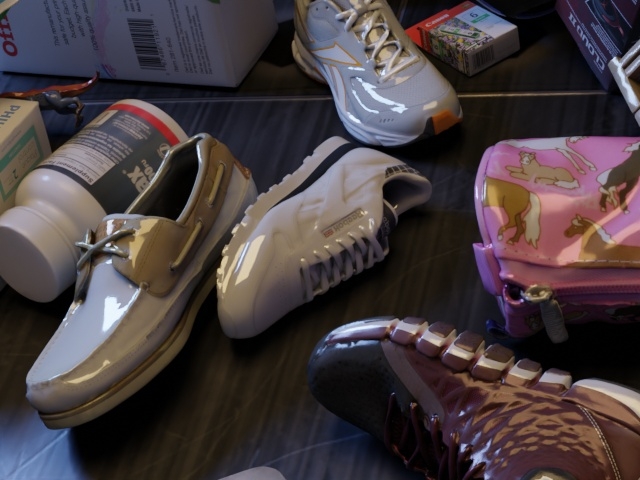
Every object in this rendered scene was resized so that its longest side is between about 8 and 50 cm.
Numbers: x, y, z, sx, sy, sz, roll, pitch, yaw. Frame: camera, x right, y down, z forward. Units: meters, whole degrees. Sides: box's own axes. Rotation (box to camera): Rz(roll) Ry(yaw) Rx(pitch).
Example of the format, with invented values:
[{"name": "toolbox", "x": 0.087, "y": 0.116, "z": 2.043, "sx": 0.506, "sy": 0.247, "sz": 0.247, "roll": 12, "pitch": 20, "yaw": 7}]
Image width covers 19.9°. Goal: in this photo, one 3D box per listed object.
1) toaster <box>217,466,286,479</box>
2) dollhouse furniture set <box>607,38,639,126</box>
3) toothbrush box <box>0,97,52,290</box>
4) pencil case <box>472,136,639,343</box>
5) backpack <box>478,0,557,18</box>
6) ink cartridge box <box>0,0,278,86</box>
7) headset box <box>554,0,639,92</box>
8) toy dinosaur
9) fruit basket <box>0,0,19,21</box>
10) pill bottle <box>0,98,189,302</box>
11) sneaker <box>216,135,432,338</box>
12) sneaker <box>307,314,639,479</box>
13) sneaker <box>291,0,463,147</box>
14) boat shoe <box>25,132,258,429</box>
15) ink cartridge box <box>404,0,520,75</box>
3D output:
[{"name": "toaster", "x": -0.060, "y": 0.249, "z": 1.145, "sx": 0.186, "sy": 0.110, "sz": 0.168, "roll": -18, "pitch": 38, "yaw": -9}, {"name": "dollhouse furniture set", "x": 0.370, "y": -0.123, "z": 1.541, "sx": 0.184, "sy": 0.129, "sz": 0.129, "roll": 16, "pitch": 41, "yaw": -36}, {"name": "toothbrush box", "x": -0.406, "y": -0.028, "z": 1.588, "sx": 0.296, "sy": 0.126, "sz": 0.216, "roll": 9, "pitch": 40, "yaw": 23}, {"name": "pencil case", "x": 0.309, "y": -0.001, "z": 1.340, "sx": 0.386, "sy": 0.160, "sz": 0.167, "roll": -1, "pitch": 71, "yaw": 13}, {"name": "backpack", "x": 0.198, "y": -0.354, "z": 1.742, "sx": 0.263, "sy": 0.276, "sz": 0.213, "roll": -44, "pitch": 23, "yaw": -8}, {"name": "ink cartridge box", "x": -0.203, "y": -0.270, "z": 1.786, "sx": 0.278, "sy": 0.201, "sz": 0.117, "roll": 6, "pitch": 39, "yaw": 23}, {"name": "headset box", "x": 0.339, "y": -0.263, "z": 1.594, "sx": 0.218, "sy": 0.293, "sz": 0.110, "roll": -22, "pitch": 67, "yaw": -12}, {"name": "toy dinosaur", "x": -0.265, "y": -0.133, "z": 1.740, "sx": 0.082, "sy": 0.047, "sz": 0.090, "roll": 25, "pitch": 77, "yaw": 4}, {"name": "fruit basket", "x": -0.460, "y": -0.194, "z": 1.585, "sx": 0.327, "sy": 0.165, "sz": 0.353, "roll": 22, "pitch": 47, "yaw": 39}, {"name": "pill bottle", "x": -0.196, "y": -0.031, "z": 1.551, "sx": 0.108, "sy": 0.108, "sz": 0.180, "roll": 17, "pitch": 46, "yaw": 33}, {"name": "sneaker", "x": 0.000, "y": 0.000, "z": 1.484, "sx": 0.095, "sy": 0.090, "sz": 0.235, "roll": 22, "pitch": 49, "yaw": 22}, {"name": "sneaker", "x": 0.092, "y": 0.151, "z": 1.242, "sx": 0.281, "sy": 0.106, "sz": 0.162, "roll": 11, "pitch": 45, "yaw": 26}, {"name": "sneaker", "x": 0.038, "y": -0.182, "z": 1.676, "sx": 0.099, "sy": 0.121, "sz": 0.262, "roll": -26, "pitch": 39, "yaw": -17}, {"name": "boat shoe", "x": -0.148, "y": 0.027, "z": 1.445, "sx": 0.113, "sy": 0.103, "sz": 0.302, "roll": -10, "pitch": 28, "yaw": 35}, {"name": "ink cartridge box", "x": 0.132, "y": -0.202, "z": 1.753, "sx": 0.063, "sy": 0.029, "sz": 0.115, "roll": -29, "pitch": 41, "yaw": -22}]
